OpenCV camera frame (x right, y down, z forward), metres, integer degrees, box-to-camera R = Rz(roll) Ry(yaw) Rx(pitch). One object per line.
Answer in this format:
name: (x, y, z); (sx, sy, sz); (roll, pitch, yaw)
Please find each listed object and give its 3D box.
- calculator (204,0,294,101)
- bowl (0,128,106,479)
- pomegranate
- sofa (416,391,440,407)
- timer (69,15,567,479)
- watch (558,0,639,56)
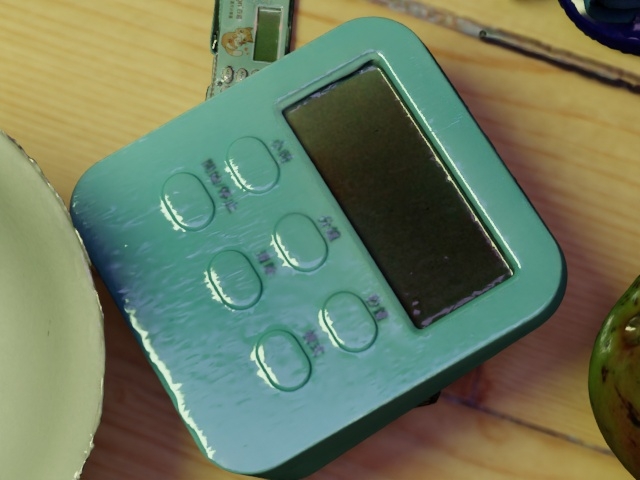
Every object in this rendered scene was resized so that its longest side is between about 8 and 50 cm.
calculator: (-0.052, -0.101, 1.100); (0.057, 0.018, 0.172); (6, 76, -2)
bowl: (-0.301, 0.068, 0.968); (0.345, 0.157, 0.345); (0, 88, -8)
pomegranate: (0.279, 0.098, 0.996); (0.224, 0.181, 0.181); (30, 77, -15)
sofa: (0.039, 0.053, 1.056); (0.060, 0.039, 0.118); (-10, 77, -5)
timer: (0.000, 0.000, 1.004); (0.250, 0.091, 0.232); (-34, 74, 3)
watch: (0.218, -0.216, 1.043); (0.196, 0.200, 0.171); (-25, 82, -11)
